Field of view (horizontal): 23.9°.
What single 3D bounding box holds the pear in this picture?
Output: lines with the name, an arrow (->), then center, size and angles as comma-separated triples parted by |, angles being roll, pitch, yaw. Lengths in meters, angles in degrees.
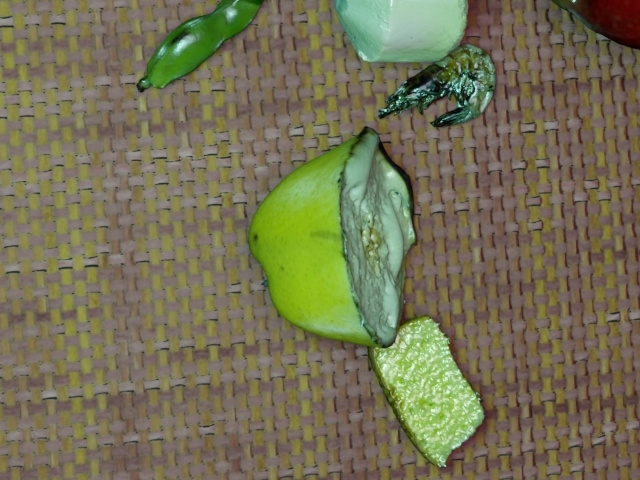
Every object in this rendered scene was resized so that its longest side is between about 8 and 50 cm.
pear -> -0.001, 0.002, 1.798 | 0.178, 0.267, 0.267 | -3, 91, 18

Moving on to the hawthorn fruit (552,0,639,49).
hawthorn fruit -> 0.446, -0.365, 1.816 | 0.295, 0.295, 0.311 | 28, 87, -8

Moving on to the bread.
bread -> 0.130, 0.182, 1.869 | 0.103, 0.065, 0.187 | -32, 93, -9

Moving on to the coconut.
coconut -> 0.092, -0.287, 1.821 | 0.152, 0.147, 0.147 | -2, 91, -15

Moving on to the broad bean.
broad bean -> -0.140, -0.250, 1.828 | 0.213, 0.070, 0.048 | -44, 70, 3

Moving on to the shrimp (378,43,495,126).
shrimp -> 0.150, -0.180, 1.885 | 0.161, 0.034, 0.091 | -29, 95, -8
